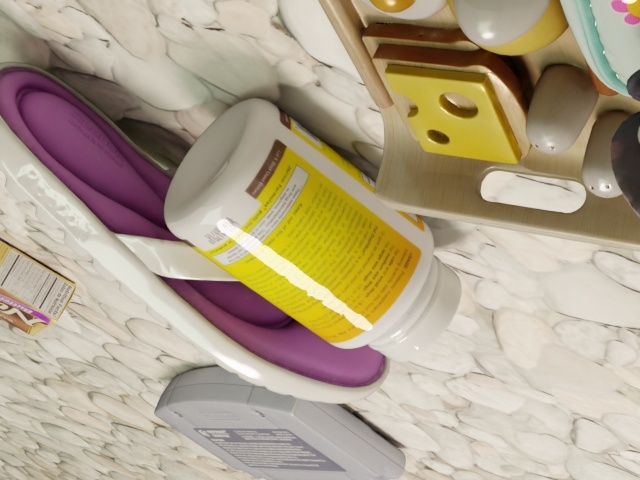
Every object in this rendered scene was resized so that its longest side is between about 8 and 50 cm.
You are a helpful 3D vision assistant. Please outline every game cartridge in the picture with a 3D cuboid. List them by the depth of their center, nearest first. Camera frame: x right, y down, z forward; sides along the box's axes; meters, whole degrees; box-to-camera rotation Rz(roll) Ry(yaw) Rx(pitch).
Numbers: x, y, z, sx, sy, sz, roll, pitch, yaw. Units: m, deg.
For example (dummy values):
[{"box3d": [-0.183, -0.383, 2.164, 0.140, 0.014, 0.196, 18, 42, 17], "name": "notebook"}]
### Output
[{"box3d": [-0.060, 0.214, 1.612, 0.196, 0.060, 0.294, 35, 155, -29], "name": "game cartridge"}]

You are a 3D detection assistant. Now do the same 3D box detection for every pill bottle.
[{"box3d": [0.000, 0.000, 1.023, 0.215, 0.117, 0.117, 36, 154, -23], "name": "pill bottle"}]

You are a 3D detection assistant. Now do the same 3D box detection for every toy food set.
[{"box3d": [0.077, -0.097, 0.776, 0.220, 0.092, 0.306, 10, 152, 31], "name": "toy food set"}]

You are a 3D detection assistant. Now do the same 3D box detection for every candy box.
[{"box3d": [-0.373, 0.032, 1.543, 0.187, 0.053, 0.109, 34, 155, -16], "name": "candy box"}]

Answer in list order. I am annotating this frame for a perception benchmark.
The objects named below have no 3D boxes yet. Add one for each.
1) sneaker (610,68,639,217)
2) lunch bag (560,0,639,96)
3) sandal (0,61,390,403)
[{"box3d": [0.165, -0.054, 0.416, 0.180, 0.124, 0.321, -14, 147, 24], "name": "sneaker"}, {"box3d": [0.163, -0.164, 0.460, 0.224, 0.107, 0.279, -7, 148, 17], "name": "lunch bag"}, {"box3d": [-0.089, -0.007, 1.098, 0.416, 0.169, 0.102, 34, 122, -22], "name": "sandal"}]
